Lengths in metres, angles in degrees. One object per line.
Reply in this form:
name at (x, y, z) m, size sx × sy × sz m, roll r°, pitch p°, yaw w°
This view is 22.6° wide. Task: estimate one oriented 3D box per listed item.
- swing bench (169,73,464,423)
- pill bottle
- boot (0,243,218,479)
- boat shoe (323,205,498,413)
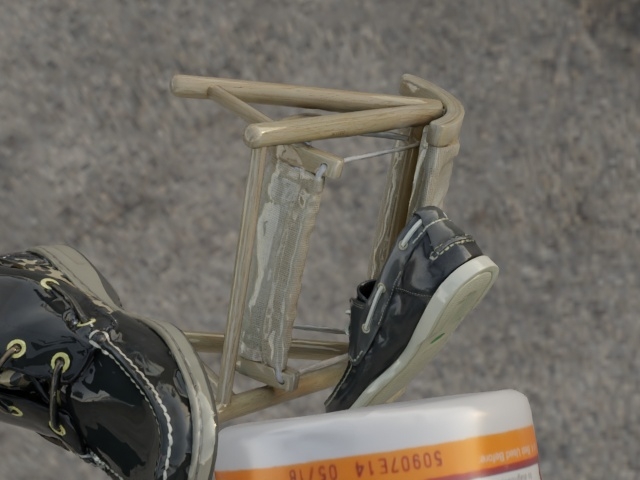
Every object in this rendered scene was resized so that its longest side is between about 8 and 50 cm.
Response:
swing bench at (0.000, 0.000, 1.361) m, size 0.254 × 0.253 × 0.165 m, roll -3°, pitch 23°, yaw -30°
pill bottle at (0.057, 0.308, 1.083) m, size 0.224 × 0.224 × 0.392 m, roll -8°, pitch 84°, yaw 7°
boot at (-0.169, 0.066, 0.780) m, size 0.236 × 0.178 × 0.085 m, roll 36°, pitch 119°, yaw 52°
boat shoe at (0.058, 0.067, 1.275) m, size 0.084 × 0.233 × 0.079 m, roll -27°, pitch 67°, yaw -42°
